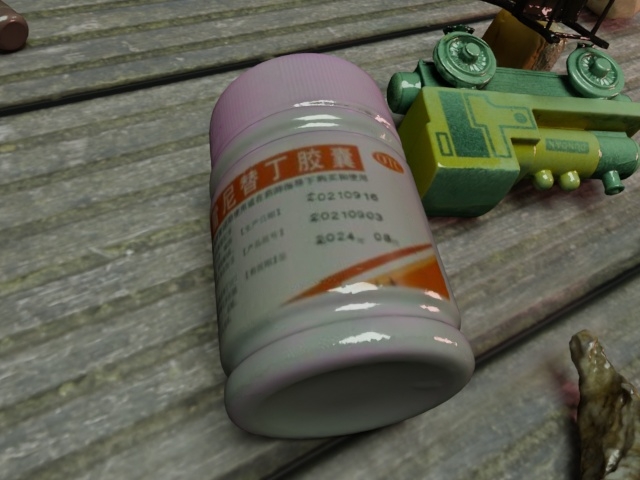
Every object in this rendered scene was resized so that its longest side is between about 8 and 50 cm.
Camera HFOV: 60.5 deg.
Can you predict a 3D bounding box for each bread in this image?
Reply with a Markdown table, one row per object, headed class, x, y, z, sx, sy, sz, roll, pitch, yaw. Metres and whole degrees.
| class | x | y | z | sx | sy | sz | roll | pitch | yaw |
| --- | --- | --- | --- | --- | --- | --- | --- | --- | --- |
| bread | 0.322 | -0.320 | 0.890 | 0.082 | 0.106 | 0.125 | -13 | 56 | -23 |

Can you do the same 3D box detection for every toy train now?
| class | x | y | z | sx | sy | sz | roll | pitch | yaw |
| --- | --- | --- | --- | --- | --- | --- | --- | --- | --- |
| toy train | 0.274 | -0.147 | 0.732 | 0.369 | 0.150 | 0.237 | 0 | 63 | -13 |

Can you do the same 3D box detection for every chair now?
| class | x | y | z | sx | sy | sz | roll | pitch | yaw |
| --- | --- | --- | --- | --- | --- | --- | --- | --- | --- |
| chair | 0.308 | -0.354 | 0.755 | 0.106 | 0.113 | 0.229 | -3 | 42 | -25 |

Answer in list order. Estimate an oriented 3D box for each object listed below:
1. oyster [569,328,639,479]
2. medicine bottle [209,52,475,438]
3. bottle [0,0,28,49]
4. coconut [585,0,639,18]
| class | x | y | z | sx | sy | sz | roll | pitch | yaw |
| --- | --- | --- | --- | --- | --- | --- | --- | --- | --- |
| oyster | 0.275 | 0.277 | 0.454 | 0.204 | 0.111 | 0.396 | 34 | 51 | -9 |
| medicine bottle | 0.000 | 0.000 | 0.515 | 0.202 | 0.202 | 0.316 | -2 | 54 | -15 |
| bottle | -0.450 | -0.306 | 0.726 | 0.140 | 0.053 | 0.053 | 37 | 54 | 14 |
| coconut | 0.593 | -0.531 | 1.054 | 0.171 | 0.183 | 0.171 | 41 | 13 | -11 |
